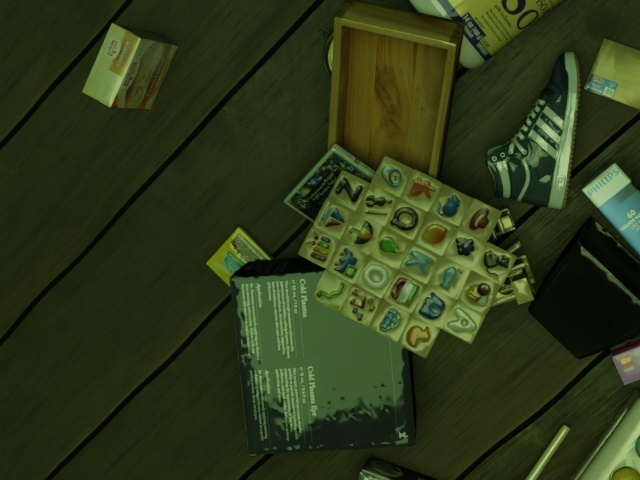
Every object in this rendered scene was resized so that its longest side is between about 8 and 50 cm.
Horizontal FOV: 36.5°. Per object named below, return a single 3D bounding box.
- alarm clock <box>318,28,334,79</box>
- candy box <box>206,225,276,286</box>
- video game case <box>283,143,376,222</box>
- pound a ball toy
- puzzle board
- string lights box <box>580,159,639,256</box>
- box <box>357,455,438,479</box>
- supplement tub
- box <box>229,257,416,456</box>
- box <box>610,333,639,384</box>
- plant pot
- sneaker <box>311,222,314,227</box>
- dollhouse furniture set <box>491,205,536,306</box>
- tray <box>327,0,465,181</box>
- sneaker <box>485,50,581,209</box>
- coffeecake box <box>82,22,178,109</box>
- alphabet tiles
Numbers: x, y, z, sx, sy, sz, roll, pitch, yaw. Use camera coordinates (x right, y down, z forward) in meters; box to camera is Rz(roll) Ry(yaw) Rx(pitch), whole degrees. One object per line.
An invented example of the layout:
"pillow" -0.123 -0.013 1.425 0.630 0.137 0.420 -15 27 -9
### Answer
"alarm clock" 0.079 -0.326 1.822 0.129 0.064 0.192 -20 89 15
"candy box" -0.121 0.079 1.936 0.206 0.027 0.105 44 105 5
"video game case" 0.047 -0.077 1.807 0.173 0.022 0.190 35 138 -10
"pound a ball toy" 0.506 0.420 1.768 0.208 0.136 0.319 34 102 8
"puzzle board" 0.550 -0.295 1.739 0.128 0.011 0.096 23 102 11
"string lights box" 0.571 -0.020 1.702 0.077 0.133 0.260 -42 85 15
"box" 0.182 0.660 1.894 0.318 0.097 0.395 19 101 14
"supplement tub" 0.313 -0.481 1.656 0.331 0.241 0.241 -38 87 15
"box" 0.014 0.207 1.822 0.312 0.179 0.343 -4 97 8
"box" 0.643 0.147 1.669 0.293 0.201 0.057 -25 90 15
"plant pot" 0.479 0.098 1.721 0.187 0.188 0.167 44 115 5
"sneaker" 0.000 0.000 1.893 0.031 0.035 0.083 -22 91 16
"dollhouse furniture set" 0.310 0.032 1.745 0.101 0.182 0.161 -20 92 15
"tray" 0.122 -0.212 1.703 0.203 0.076 0.411 15 136 12
"sneaker" 0.380 -0.201 1.746 0.153 0.099 0.282 6 101 11
"coffeecake box" -0.362 -0.330 1.865 0.068 0.185 0.142 29 102 9
"alphabet tiles" 0.148 0.026 1.690 0.342 0.011 0.285 27 88 10
